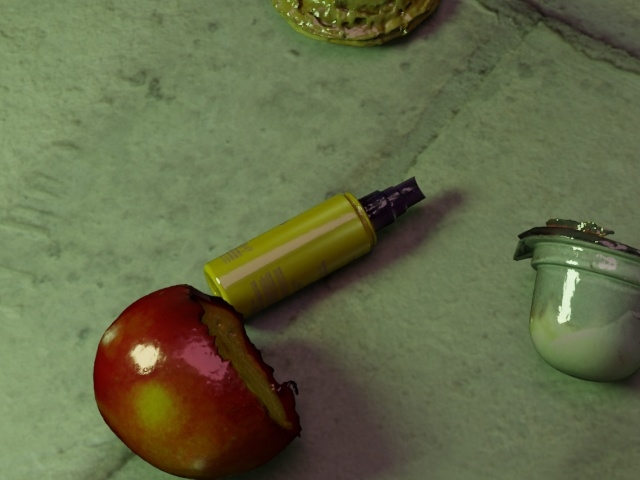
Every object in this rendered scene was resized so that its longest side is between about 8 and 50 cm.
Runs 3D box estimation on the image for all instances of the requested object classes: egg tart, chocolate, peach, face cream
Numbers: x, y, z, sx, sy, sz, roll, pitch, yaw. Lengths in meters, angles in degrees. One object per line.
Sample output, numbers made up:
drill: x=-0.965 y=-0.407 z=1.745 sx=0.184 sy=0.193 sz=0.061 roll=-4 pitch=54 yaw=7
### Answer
egg tart: x=0.042 y=-0.354 z=2.074 sx=0.241 sy=0.106 sz=0.241 roll=-1 pitch=54 yaw=1
chocolate: x=0.291 y=0.076 z=1.741 sx=0.221 sy=0.221 sz=0.147 roll=23 pitch=82 yaw=19
peach: x=-0.123 y=0.151 z=1.715 sx=0.226 sy=0.190 sz=0.196 roll=11 pitch=46 yaw=20
face cream: x=0.000 y=0.000 z=1.862 sx=0.273 sy=0.078 sz=0.078 roll=-28 pitch=59 yaw=-11
